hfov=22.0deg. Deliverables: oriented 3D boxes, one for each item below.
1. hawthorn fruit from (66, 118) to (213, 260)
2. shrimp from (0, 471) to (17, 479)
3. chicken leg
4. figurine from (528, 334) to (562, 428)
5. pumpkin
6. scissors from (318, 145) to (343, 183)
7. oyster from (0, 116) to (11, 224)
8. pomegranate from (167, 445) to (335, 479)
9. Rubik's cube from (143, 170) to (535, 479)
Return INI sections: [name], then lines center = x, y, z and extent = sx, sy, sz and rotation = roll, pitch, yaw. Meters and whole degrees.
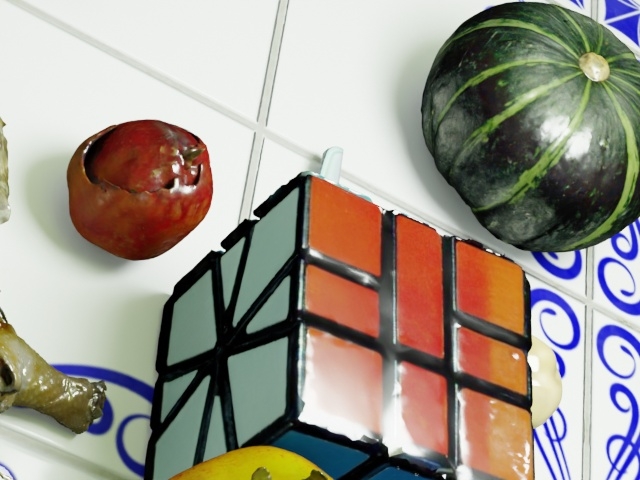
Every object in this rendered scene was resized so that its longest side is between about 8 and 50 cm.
[hawthorn fruit]
center = -0.173, -0.056, 1.662
extent = 0.148, 0.172, 0.148
rotation = 18, 63, -41
[shrimp]
center = -0.236, 0.312, 1.446
extent = 0.150, 0.068, 0.249
rotation = -38, 93, -41
[chicken leg]
center = -0.286, 0.118, 1.524
extent = 0.196, 0.080, 0.125
rotation = 40, 32, -12
[figurine]
center = 0.176, 0.169, 1.768
extent = 0.114, 0.196, 0.108
rotation = 31, 52, -19
[pumpkin]
center = 0.276, -0.143, 2.023
extent = 0.323, 0.241, 0.323
rotation = 22, 47, -27
[scissors]
center = 0.000, 0.000, 1.859
extent = 0.125, 0.030, 0.256
rotation = 24, 53, -24
[oyster]
center = -0.424, -0.186, 1.597
extent = 0.396, 0.111, 0.204
rotation = 38, 42, -7
[pomegranate]
center = -0.050, 0.268, 1.344
extent = 0.220, 0.257, 0.221
rotation = 11, 52, -14
[Rubik's cube]
center = 0.018, 0.148, 1.598
extent = 0.283, 0.288, 0.294
rotation = 24, 52, -23
